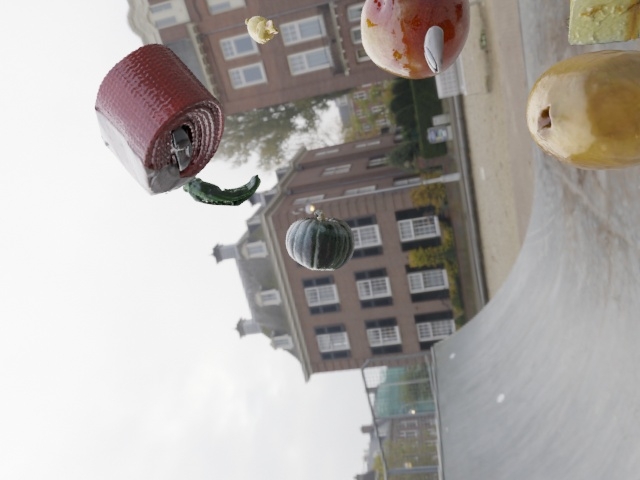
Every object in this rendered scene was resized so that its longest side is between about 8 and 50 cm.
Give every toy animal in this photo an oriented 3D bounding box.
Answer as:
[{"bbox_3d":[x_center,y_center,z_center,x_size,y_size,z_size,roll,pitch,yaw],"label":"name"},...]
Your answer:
[{"bbox_3d":[-0.162,-0.604,1.570,0.083,0.070,0.159,28,-170,-28],"label":"toy animal"}]

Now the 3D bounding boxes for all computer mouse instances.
[{"bbox_3d":[0.238,-0.402,1.158,0.066,0.040,0.096,25,-114,-79],"label":"computer mouse"}]

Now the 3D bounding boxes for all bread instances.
[{"bbox_3d":[0.855,-0.699,1.526,0.405,0.346,0.241,-62,-29,-60],"label":"bread"}]

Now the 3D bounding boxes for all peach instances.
[{"bbox_3d":[0.266,-0.619,1.567,0.333,0.308,0.307,13,-113,-52],"label":"peach"}]

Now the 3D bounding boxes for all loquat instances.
[{"bbox_3d":[0.453,-0.207,0.889,0.238,0.239,0.193,-61,-40,-69],"label":"loquat"}]

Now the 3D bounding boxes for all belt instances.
[{"bbox_3d":[-0.207,-0.153,0.698,0.124,0.128,0.201,48,156,7],"label":"belt"}]

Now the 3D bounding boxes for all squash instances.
[{"bbox_3d":[0.001,0.005,1.663,0.172,0.218,0.218,-63,-6,14],"label":"squash"}]

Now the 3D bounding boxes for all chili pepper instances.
[{"bbox_3d":[-0.230,-0.117,1.285,0.050,0.182,0.073,107,160,-60],"label":"chili pepper"}]
